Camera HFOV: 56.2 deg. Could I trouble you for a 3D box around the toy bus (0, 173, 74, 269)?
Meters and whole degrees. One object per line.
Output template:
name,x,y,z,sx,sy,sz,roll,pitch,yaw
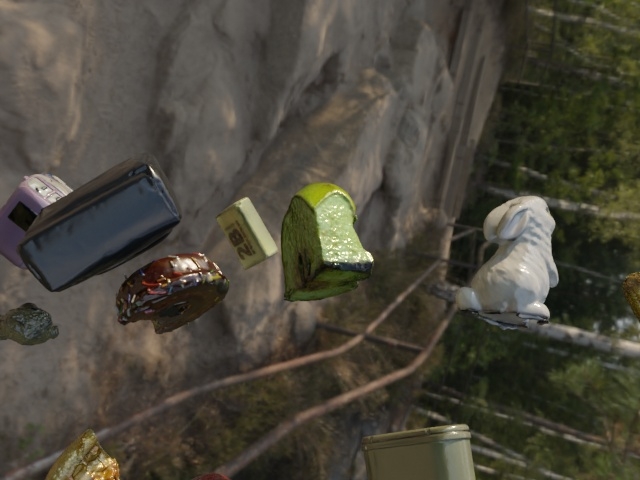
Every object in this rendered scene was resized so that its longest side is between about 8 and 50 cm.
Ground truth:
toy bus,-0.656,-0.046,1.389,0.202,0.142,0.142,-50,-177,5

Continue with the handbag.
handbag,-0.429,-0.036,1.221,0.177,0.302,0.275,60,-5,-17

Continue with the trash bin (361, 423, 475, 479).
trash bin,0.202,0.508,1.205,0.121,0.244,0.247,19,59,-47

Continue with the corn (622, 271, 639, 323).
corn,0.678,0.153,1.209,0.231,0.080,0.080,45,42,-23

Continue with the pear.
pear,0.000,0.000,1.443,0.238,0.164,0.255,-47,-130,52

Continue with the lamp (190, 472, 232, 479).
lamp,-0.255,0.670,1.421,0.227,0.227,0.226,11,90,-80

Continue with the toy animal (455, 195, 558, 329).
toy animal,0.499,0.044,1.549,0.194,0.258,0.356,145,-42,-70

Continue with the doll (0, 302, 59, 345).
doll,-0.694,0.182,1.271,0.203,0.286,0.091,27,57,-42

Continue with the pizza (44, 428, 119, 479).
pizza,-0.435,0.463,1.115,0.182,0.161,0.062,-52,178,-44

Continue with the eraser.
eraser,-0.199,-0.017,1.607,0.058,0.117,0.172,-31,92,-45

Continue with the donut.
donut,-0.299,0.100,1.210,0.095,0.216,0.230,61,16,22
